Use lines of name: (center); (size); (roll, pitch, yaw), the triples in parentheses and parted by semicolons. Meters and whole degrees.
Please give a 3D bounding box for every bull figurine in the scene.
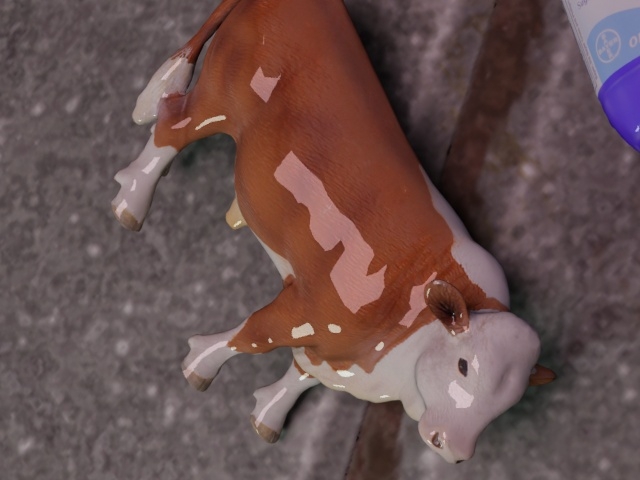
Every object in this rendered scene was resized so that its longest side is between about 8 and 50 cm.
bull figurine: (0.000, 0.000, 1.012); (0.188, 0.101, 0.310); (-32, 65, 22)

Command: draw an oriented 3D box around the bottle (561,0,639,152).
bottle: (0.168, -0.185, 0.962); (0.118, 0.092, 0.283); (-26, 67, 24)
